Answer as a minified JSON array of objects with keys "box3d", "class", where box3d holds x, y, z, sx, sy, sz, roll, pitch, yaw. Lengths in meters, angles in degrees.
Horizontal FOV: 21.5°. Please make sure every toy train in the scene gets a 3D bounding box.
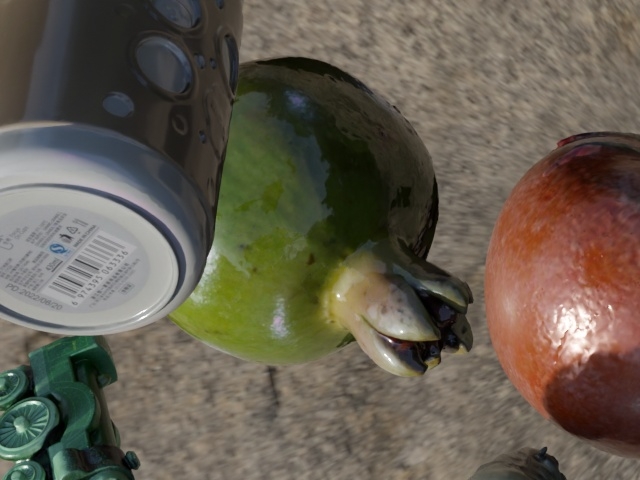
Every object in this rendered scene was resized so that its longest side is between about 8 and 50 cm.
[{"box3d":[-0.197,0.151,1.293,0.105,0.071,0.178,-25,41,0],"class":"toy train"}]

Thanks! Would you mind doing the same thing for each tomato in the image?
[{"box3d":[0.250,0.045,1.268,0.265,0.265,0.264,0,89,16],"class":"tomato"}]

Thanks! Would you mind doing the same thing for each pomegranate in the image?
[{"box3d":[-0.014,-0.005,0.929,0.179,0.210,0.179,-6,116,-12],"class":"pomegranate"}]

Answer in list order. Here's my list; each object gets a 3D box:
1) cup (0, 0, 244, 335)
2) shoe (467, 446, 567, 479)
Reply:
[{"box3d":[-0.060,-0.041,0.420,0.074,0.102,0.099,-3,50,6],"class":"cup"},{"box3d":[0.148,0.202,1.238,0.098,0.275,0.103,-40,85,-7],"class":"shoe"}]
